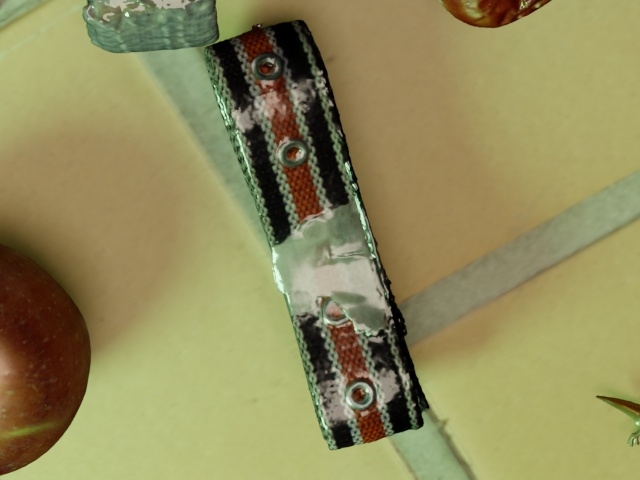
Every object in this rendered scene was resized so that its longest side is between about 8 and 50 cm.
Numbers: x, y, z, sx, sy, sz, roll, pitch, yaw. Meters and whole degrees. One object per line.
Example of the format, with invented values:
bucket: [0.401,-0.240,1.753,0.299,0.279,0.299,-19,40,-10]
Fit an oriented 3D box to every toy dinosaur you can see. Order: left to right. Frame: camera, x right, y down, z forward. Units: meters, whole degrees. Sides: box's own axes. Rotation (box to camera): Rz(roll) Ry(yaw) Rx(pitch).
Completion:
toy dinosaur: [0.279,0.162,1.523,0.113,0.026,0.041,18,103,-19]

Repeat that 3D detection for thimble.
thimble: [-0.131,-0.211,1.298,0.098,0.150,0.150,-8,112,-2]

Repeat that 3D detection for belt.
belt: [0.000,0.000,1.398,0.094,0.126,0.359,-18,110,3]

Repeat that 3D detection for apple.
apple: [-0.284,0.094,1.409,0.201,0.162,0.201,2,105,7]

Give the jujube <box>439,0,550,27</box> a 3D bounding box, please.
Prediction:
jujube: [0.160,-0.234,1.320,0.176,0.109,0.112,-40,103,16]
